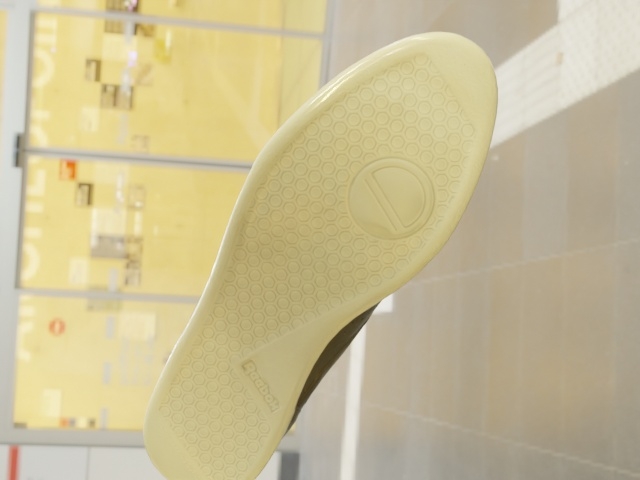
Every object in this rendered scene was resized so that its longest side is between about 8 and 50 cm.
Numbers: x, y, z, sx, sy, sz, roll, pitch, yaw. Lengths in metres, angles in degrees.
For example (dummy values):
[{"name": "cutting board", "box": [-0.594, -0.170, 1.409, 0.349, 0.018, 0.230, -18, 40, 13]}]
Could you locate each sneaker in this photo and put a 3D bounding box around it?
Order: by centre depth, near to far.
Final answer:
[{"name": "sneaker", "box": [-0.001, 0.000, 0.598, 0.295, 0.105, 0.147, -57, 3, 20]}]
